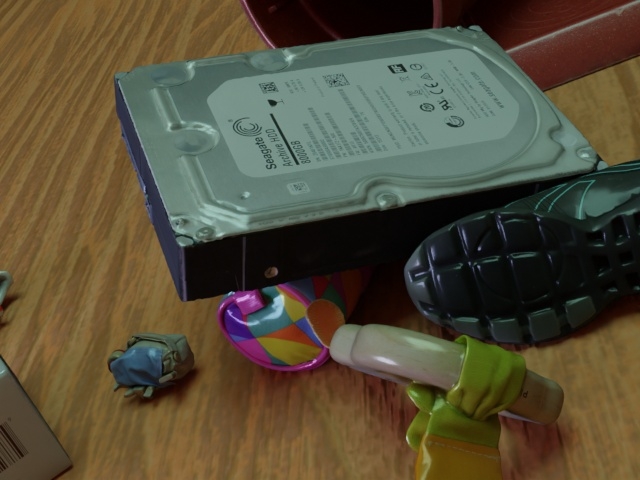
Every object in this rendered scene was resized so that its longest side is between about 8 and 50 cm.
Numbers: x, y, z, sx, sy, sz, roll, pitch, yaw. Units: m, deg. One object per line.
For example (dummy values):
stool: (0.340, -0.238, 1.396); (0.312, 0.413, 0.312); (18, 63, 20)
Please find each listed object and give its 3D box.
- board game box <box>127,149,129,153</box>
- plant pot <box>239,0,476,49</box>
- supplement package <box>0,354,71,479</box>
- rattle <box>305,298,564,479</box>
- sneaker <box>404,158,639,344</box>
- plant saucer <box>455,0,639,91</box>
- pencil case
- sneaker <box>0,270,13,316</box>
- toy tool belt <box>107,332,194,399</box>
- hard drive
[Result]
board game box: (-0.092, -0.130, 1.193); (0.243, 0.042, 0.165); (7, 42, 44)
plant pot: (0.084, -0.330, 1.100); (0.272, 0.272, 0.265); (6, 38, 43)
supplement package: (-0.295, 0.139, 0.837); (0.105, 0.105, 0.179); (-36, 30, -18)
rattle: (0.048, 0.118, 0.658); (0.130, 0.142, 0.200); (5, 1, -44)
sneaker: (0.193, 0.003, 0.726); (0.267, 0.101, 0.106); (-14, 11, 17)
plant saucer: (0.262, -0.250, 1.115); (0.259, 0.047, 0.258); (-21, 29, 9)
pencil case: (0.000, 0.000, 0.849); (0.104, 0.104, 0.236); (-8, 34, 28)
sneaker: (-0.369, 0.080, 1.042); (0.075, 0.057, 0.161); (-18, 26, 24)
toy tool belt: (-0.147, 0.105, 0.838); (0.083, 0.052, 0.051); (-12, 23, 24)
hard drive: (0.024, -0.079, 0.822); (0.339, 0.064, 0.237); (-11, 42, -15)
